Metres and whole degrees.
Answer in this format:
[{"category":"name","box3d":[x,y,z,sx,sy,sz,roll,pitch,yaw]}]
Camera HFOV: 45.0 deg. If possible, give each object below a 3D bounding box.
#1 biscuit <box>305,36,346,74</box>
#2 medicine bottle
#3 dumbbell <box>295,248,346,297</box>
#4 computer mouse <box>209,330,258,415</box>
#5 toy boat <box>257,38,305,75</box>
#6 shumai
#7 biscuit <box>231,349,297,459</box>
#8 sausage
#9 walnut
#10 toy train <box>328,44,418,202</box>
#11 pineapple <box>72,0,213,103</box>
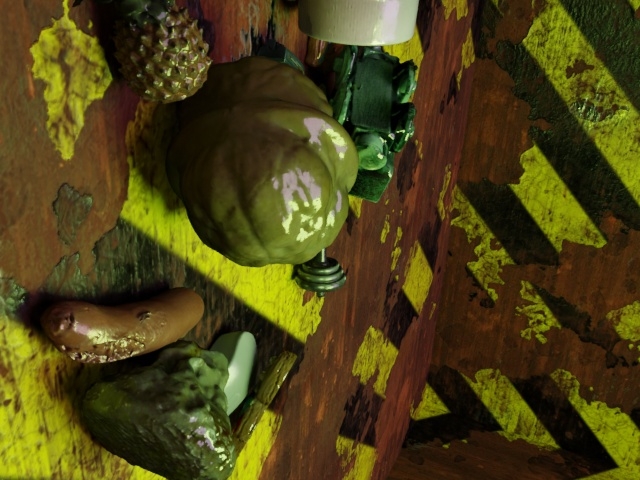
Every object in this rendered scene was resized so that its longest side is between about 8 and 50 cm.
[{"category":"biscuit","box3d":[0.024,-0.400,1.496,0.183,0.043,0.280,-69,157,-7]},{"category":"medicine bottle","box3d":[0.067,-0.484,1.238,0.241,0.241,0.301,-46,145,-54]},{"category":"dumbbell","box3d":[0.000,0.000,1.627,0.110,0.110,0.254,-37,131,-60]},{"category":"computer mouse","box3d":[-0.176,0.263,1.371,0.230,0.079,0.127,-61,154,-27]},{"category":"toy boat","box3d":[-0.059,-0.288,1.315,0.141,0.055,0.060,26,72,-70]},{"category":"shumai","box3d":[-0.195,0.212,1.069,0.272,0.222,0.203,-22,-147,57]},{"category":"biscuit","box3d":[-0.117,0.305,1.468,0.196,0.049,0.301,-61,180,-45]},{"category":"sausage","box3d":[-0.254,0.112,1.039,0.327,0.079,0.087,-2,75,-71]},{"category":"walnut","box3d":[-0.083,-0.102,1.088,0.277,0.253,0.281,65,44,-60]},{"category":"toy train","box3d":[0.080,-0.231,1.477,0.238,0.167,0.298,116,-14,-51]},{"category":"pineapple","box3d":[-0.196,-0.282,0.851,0.277,0.130,0.118,75,23,-52]}]
